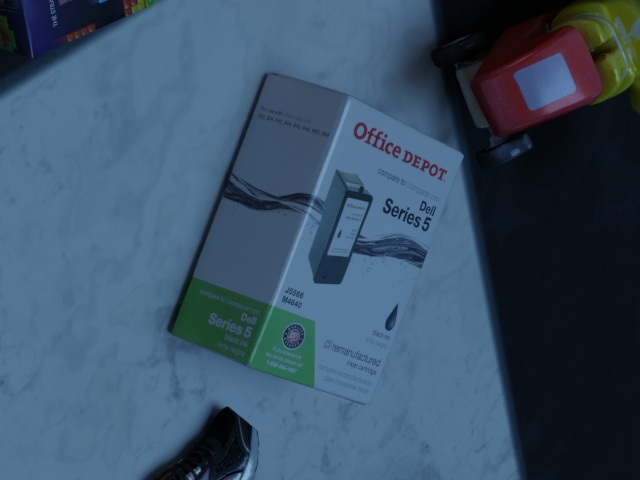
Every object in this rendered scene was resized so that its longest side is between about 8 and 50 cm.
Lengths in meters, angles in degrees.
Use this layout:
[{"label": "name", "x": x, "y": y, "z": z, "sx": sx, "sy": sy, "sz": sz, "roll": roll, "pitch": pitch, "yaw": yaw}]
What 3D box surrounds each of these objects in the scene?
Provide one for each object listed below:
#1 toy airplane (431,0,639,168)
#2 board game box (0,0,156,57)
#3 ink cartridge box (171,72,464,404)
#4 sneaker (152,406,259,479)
[{"label": "toy airplane", "x": 0.333, "y": -0.225, "z": 2.067, "sx": 0.386, "sy": 0.272, "sz": 0.384, "roll": 27, "pitch": 62, "yaw": -33}, {"label": "board game box", "x": -0.213, "y": -0.255, "z": 1.634, "sx": 0.141, "sy": 0.048, "sz": 0.170, "roll": -32, "pitch": 126, "yaw": -38}, {"label": "ink cartridge box", "x": 0.000, "y": 0.000, "z": 1.913, "sx": 0.198, "sy": 0.115, "sz": 0.272, "roll": 22, "pitch": 88, "yaw": -49}, {"label": "sneaker", "x": -0.125, "y": 0.240, "z": 1.907, "sx": 0.077, "sy": 0.072, "sz": 0.178, "roll": 35, "pitch": 72, "yaw": -37}]
